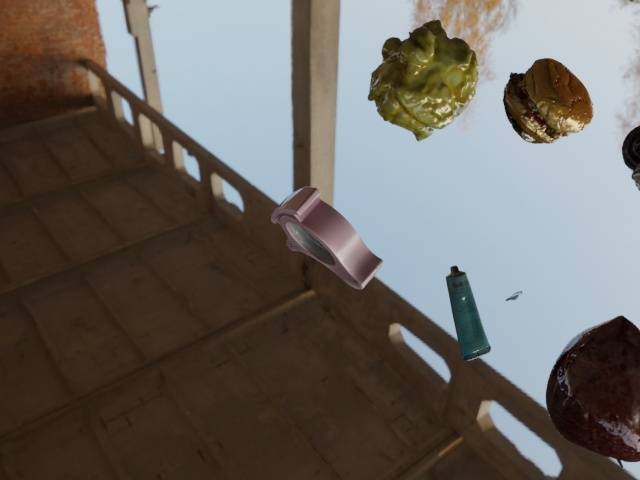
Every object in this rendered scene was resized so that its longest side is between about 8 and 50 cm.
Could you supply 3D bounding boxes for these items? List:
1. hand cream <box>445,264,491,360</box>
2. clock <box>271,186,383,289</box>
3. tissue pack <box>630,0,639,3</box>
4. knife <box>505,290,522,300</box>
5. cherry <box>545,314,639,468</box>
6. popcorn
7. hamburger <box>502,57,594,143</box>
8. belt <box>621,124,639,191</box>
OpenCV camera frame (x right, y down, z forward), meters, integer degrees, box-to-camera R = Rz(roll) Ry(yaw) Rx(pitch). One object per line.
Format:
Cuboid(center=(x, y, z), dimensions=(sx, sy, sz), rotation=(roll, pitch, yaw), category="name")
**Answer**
Cuboid(center=(0.344, 0.168, 1.381), dimensions=(0.083, 0.224, 0.048), rotation=(-15, -179, -22), category="hand cream")
Cuboid(center=(0.000, 0.000, 1.432), dimensions=(0.080, 0.275, 0.290), rotation=(-48, -165, -15), category="clock")
Cuboid(center=(0.402, -0.320, 0.661), dimensions=(0.056, 0.108, 0.023), rotation=(3, -134, -12), category="tissue pack")
Cuboid(center=(0.382, 0.109, 1.143), dimensions=(0.027, 0.010, 0.096), rotation=(-24, 172, 25), category="knife")
Cuboid(center=(0.558, 0.291, 1.123), dimensions=(0.230, 0.299, 0.203), rotation=(8, -169, 39), category="cherry")
Cuboid(center=(0.231, -0.352, 1.311), dimensions=(0.256, 0.254, 0.195), rotation=(-15, -163, -1), category="popcorn")
Cuboid(center=(0.658, -0.405, 1.689), dimensions=(0.244, 0.244, 0.163), rotation=(-31, -175, -36), category="hamburger")
Cuboid(center=(0.647, -0.139, 1.004), dimensions=(0.231, 0.139, 0.126), rotation=(19, -172, 33), category="belt")
